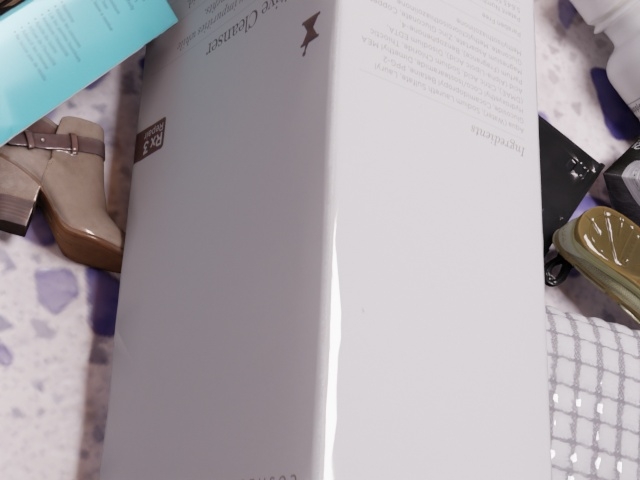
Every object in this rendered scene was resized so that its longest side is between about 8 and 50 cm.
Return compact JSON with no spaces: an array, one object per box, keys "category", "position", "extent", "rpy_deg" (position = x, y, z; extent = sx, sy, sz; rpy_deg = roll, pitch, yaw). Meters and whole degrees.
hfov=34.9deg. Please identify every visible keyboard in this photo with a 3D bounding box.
[{"category":"keyboard","position":[0.152,-0.010,0.765],"extent":[0.108,0.023,0.180],"rpy_deg":[39,63,1]}]

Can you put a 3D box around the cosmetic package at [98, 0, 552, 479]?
[{"category":"cosmetic package","position":[0.000,0.000,0.577],"extent":[0.156,0.217,0.385],"rpy_deg":[18,63,-33]}]

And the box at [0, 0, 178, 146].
[{"category":"box","position":[-0.207,-0.087,0.590],"extent":[0.244,0.100,0.060],"rpy_deg":[-43,118,-28]}]

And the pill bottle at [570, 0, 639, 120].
[{"category":"pill bottle","position":[0.306,-0.140,0.809],"extent":[0.131,0.131,0.229],"rpy_deg":[-37,88,-28]}]

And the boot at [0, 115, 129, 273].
[{"category":"boot","position":[-0.151,-0.034,0.639],"extent":[0.118,0.042,0.087],"rpy_deg":[23,57,-22]}]

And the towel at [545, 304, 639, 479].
[{"category":"towel","position":[0.162,0.193,0.647],"extent":[0.235,0.121,0.283],"rpy_deg":[17,65,-18]}]

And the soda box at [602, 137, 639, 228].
[{"category":"soda box","position":[0.297,-0.030,0.746],"extent":[0.053,0.169,0.060],"rpy_deg":[-41,124,-27]}]

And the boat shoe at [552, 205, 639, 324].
[{"category":"boat shoe","position":[0.237,0.036,0.738],"extent":[0.153,0.048,0.056],"rpy_deg":[36,67,-5]}]
